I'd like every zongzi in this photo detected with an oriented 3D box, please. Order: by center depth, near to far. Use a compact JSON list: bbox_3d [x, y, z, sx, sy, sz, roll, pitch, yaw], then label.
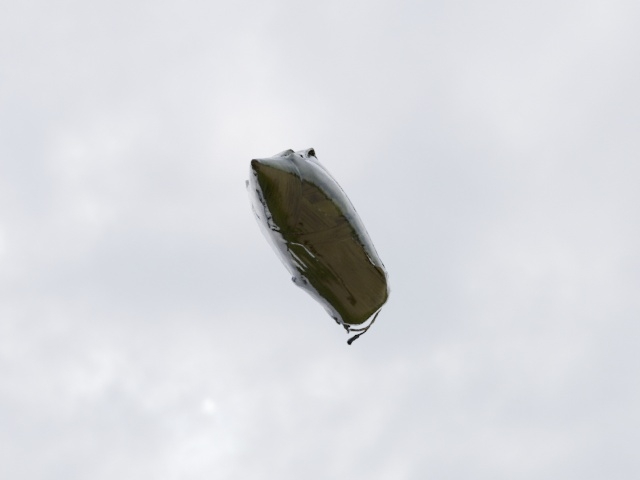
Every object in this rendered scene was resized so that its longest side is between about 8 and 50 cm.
[{"bbox_3d":[0.000,0.003,1.472,0.094,0.204,0.205,-32,-93,2],"label":"zongzi"}]
